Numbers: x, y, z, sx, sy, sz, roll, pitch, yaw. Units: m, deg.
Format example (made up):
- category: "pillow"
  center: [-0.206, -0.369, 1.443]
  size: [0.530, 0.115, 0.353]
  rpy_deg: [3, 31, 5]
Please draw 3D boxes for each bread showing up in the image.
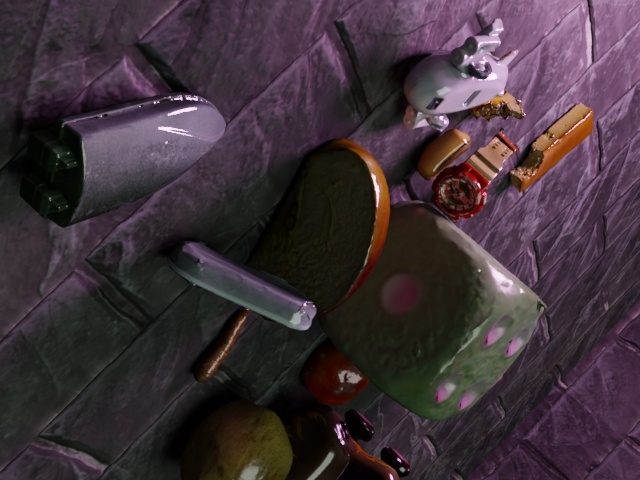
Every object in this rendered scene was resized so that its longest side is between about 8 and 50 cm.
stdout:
- category: "bread"
  center: [0.224, -0.164, 1.929]
  size: [0.115, 0.056, 0.082]
  rpy_deg: [-42, 171, 13]
- category: "bread"
  center: [0.504, -0.203, 2.275]
  size: [0.226, 0.049, 0.088]
  rpy_deg: [-39, 151, -14]

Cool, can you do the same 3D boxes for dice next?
- category: "dice"
  center: [0.210, 0.136, 2.011]
  size: [0.322, 0.318, 0.330]
  rpy_deg: [-51, 151, 7]

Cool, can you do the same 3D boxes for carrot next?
- category: "carrot"
  center: [-0.172, 0.185, 1.846]
  size: [0.165, 0.036, 0.036]
  rpy_deg: [-54, 151, 6]

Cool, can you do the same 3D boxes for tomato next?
- category: "tomato"
  center: [0.039, 0.289, 2.174]
  size: [0.156, 0.069, 0.155]
  rpy_deg: [-9, 128, -12]

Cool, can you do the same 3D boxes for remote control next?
- category: "remote control"
  center: [-0.118, 0.069, 1.597]
  size: [0.247, 0.104, 0.052]
  rpy_deg: [25, 101, -17]

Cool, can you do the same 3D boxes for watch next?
- category: "watch"
  center: [0.308, -0.134, 1.987]
  size: [0.268, 0.102, 0.165]
  rpy_deg: [-42, 174, -43]

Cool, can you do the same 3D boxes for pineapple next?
- category: "pineapple"
  center: [0.332, -0.255, 1.931]
  size: [0.077, 0.114, 0.114]
  rpy_deg: [-67, 156, -3]

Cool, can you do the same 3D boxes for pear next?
- category: "pear"
  center: [-0.162, 0.420, 1.988]
  size: [0.211, 0.188, 0.228]
  rpy_deg: [-40, 153, -20]

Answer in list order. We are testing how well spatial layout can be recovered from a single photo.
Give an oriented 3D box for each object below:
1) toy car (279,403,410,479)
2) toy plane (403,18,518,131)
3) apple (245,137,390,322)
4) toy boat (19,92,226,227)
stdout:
- category: "toy car"
  center: [0.025, 0.496, 2.183]
  size: [0.271, 0.341, 0.240]
  rpy_deg: [-47, 160, -4]
- category: "toy plane"
  center: [0.228, -0.276, 1.743]
  size: [0.245, 0.117, 0.244]
  rpy_deg: [-28, 163, -9]
- category: "apple"
  center: [0.000, 0.000, 1.726]
  size: [0.346, 0.179, 0.254]
  rpy_deg: [-58, -171, 20]
- category: "toy boat"
  center: [-0.233, -0.119, 1.328]
  size: [0.319, 0.092, 0.141]
  rpy_deg: [-25, 144, -48]
